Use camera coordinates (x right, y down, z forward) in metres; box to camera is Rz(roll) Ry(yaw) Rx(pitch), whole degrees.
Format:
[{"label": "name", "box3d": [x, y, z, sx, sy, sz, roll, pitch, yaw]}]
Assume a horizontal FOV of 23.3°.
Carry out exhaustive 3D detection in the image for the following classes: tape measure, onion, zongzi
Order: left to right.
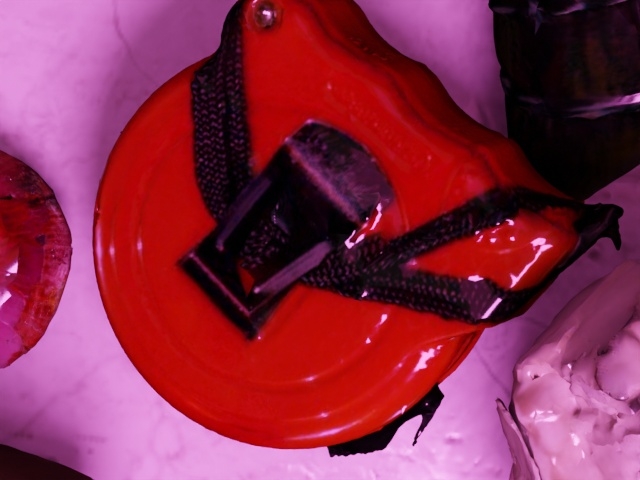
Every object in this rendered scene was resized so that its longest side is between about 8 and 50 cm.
[{"label": "onion", "box3d": [-0.222, 0.009, 0.903, 0.150, 0.140, 0.150, 0, 85, -2]}, {"label": "tape measure", "box3d": [-0.001, 0.000, 0.884, 0.253, 0.114, 0.260, 44, 106, 10]}, {"label": "zongzi", "box3d": [0.165, -0.262, 0.901, 0.319, 0.362, 0.383, -27, 126, 1]}]

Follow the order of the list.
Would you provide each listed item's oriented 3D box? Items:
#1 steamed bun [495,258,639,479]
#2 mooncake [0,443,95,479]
[{"label": "steamed bun", "box3d": [0.246, 0.133, 0.855, 0.394, 0.237, 0.347, 24, 61, -19]}, {"label": "mooncake", "box3d": [-0.236, 0.194, 0.828, 0.284, 0.284, 0.156, 15, 91, 1]}]
